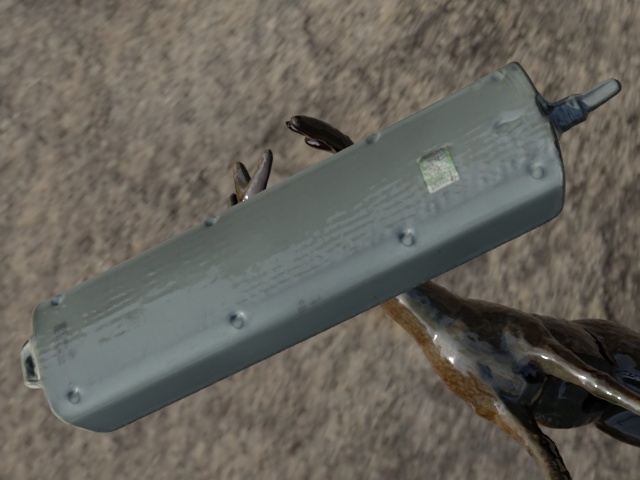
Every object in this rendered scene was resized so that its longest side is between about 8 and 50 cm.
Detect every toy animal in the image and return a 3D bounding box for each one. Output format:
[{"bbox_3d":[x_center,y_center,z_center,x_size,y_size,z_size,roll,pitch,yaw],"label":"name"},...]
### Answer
[{"bbox_3d":[0.088,0.052,0.880,0.243,0.260,0.087,29,99,-39],"label":"toy animal"}]

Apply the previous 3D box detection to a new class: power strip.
[{"bbox_3d":[0.000,0.000,0.671,0.253,0.060,0.027,-26,142,11],"label":"power strip"}]
